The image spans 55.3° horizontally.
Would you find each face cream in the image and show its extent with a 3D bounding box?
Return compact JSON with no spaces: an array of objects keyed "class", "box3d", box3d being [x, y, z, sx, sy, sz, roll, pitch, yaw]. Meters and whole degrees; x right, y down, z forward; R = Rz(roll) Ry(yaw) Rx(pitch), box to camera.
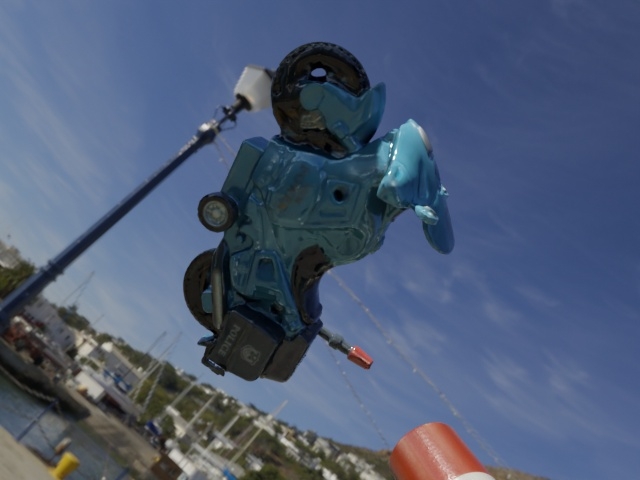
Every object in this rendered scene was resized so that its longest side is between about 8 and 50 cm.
[{"class":"face cream","box3d":[0.157,0.293,0.631,0.096,0.095,0.214,57,-4,-30]}]

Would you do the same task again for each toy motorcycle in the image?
[{"class":"toy motorcycle","box3d":[0.000,0.000,0.482,0.182,0.272,0.123,31,20,7]}]
